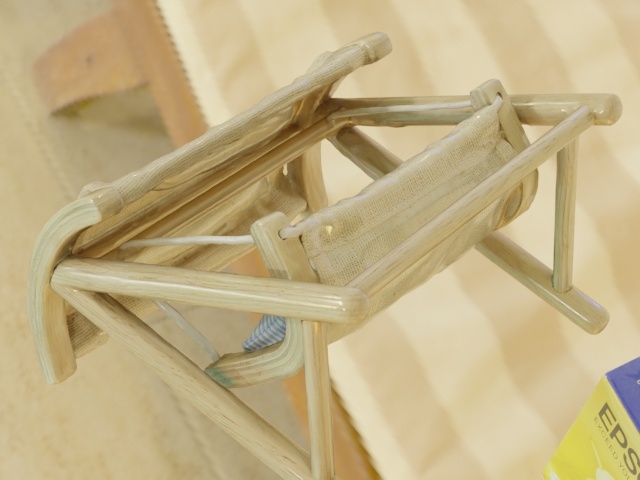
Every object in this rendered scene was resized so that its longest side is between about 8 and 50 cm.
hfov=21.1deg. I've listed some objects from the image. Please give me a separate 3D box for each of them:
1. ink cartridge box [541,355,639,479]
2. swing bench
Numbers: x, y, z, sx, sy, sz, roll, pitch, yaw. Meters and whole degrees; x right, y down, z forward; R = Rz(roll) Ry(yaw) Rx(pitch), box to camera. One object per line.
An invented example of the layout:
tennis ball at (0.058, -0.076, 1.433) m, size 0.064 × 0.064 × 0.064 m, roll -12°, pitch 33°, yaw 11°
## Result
ink cartridge box at (0.321, 0.260, 1.486) m, size 0.072 × 0.307 × 0.304 m, roll -20°, pitch 64°, yaw -17°
swing bench at (0.000, 0.000, 1.002) m, size 0.254 × 0.165 × 0.253 m, roll 22°, pitch 41°, yaw 33°
